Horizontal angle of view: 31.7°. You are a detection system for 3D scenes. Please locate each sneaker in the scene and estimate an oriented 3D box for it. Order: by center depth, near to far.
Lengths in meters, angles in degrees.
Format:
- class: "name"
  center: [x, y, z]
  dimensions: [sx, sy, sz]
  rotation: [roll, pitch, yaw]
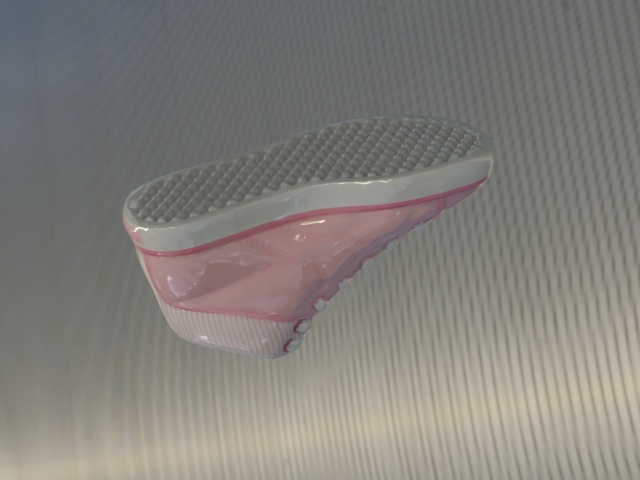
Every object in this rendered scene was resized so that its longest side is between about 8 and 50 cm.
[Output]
- class: "sneaker"
  center: [0.000, 0.000, 0.415]
  dimensions: [0.051, 0.134, 0.070]
  rotation: [-118, 16, -56]
